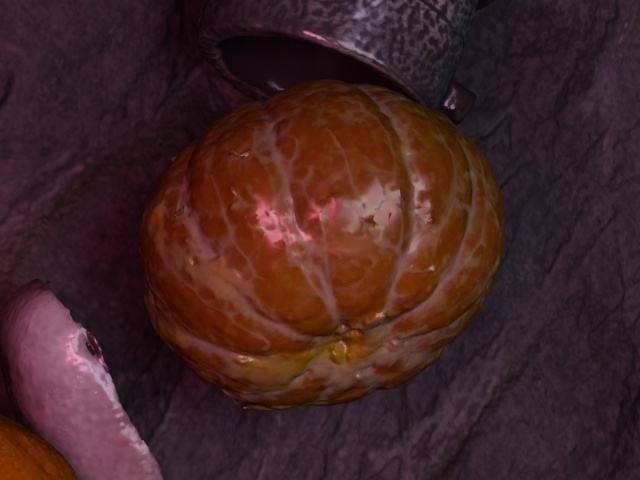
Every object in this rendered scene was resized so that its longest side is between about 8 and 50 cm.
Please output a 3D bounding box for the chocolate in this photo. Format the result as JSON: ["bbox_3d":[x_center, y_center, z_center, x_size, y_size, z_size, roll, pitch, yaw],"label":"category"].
[{"bbox_3d":[-0.196,0.180,1.585,0.100,0.185,0.303,-26,99,-10],"label":"chocolate"}]

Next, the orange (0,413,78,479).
[{"bbox_3d":[-0.300,0.245,1.446,0.264,0.264,0.264,5,81,-36],"label":"orange"}]

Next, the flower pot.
[{"bbox_3d":[0.052,-0.267,1.739,0.299,0.299,0.283,29,72,-30],"label":"flower pot"}]

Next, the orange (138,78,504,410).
[{"bbox_3d":[0.000,0.000,1.644,0.329,0.329,0.249,1,48,-36],"label":"orange"}]
